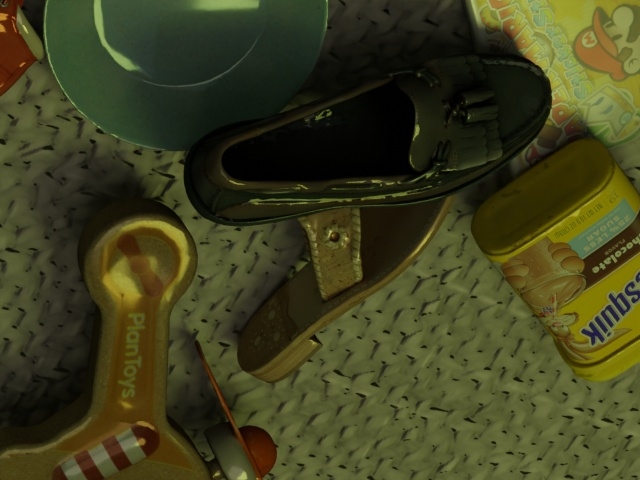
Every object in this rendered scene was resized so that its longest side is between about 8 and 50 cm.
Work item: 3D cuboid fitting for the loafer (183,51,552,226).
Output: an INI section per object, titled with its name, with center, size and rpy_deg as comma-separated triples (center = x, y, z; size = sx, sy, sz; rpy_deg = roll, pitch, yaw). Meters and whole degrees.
[loafer]
center = 0.041, -0.068, 1.343
size = 0.268, 0.084, 0.096
rpy_deg = -17, 86, -11

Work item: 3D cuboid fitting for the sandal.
[sandal]
center = 0.002, 0.004, 1.426
size = 0.079, 0.088, 0.240
rpy_deg = 28, 114, -33

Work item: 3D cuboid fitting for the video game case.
[video game case]
center = 0.208, -0.171, 1.415
size = 0.206, 0.026, 0.227
rpy_deg = -20, 123, -2

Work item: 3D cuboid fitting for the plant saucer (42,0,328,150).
[plant saucer]
center = -0.093, -0.155, 1.340
size = 0.195, 0.037, 0.195
rpy_deg = -7, 120, -12

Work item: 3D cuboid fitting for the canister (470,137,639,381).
[canister]
center = 0.203, 0.015, 1.479
size = 0.126, 0.073, 0.170
rpy_deg = -35, 130, 9

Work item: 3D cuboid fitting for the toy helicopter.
[toy helicopter]
center = -0.127, 0.135, 1.444
size = 0.235, 0.140, 0.355
rpy_deg = -1, 117, -17

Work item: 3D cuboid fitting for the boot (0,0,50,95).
[boot]
center = -0.242, -0.158, 1.291
size = 0.085, 0.059, 0.158
rpy_deg = -32, 130, 1
